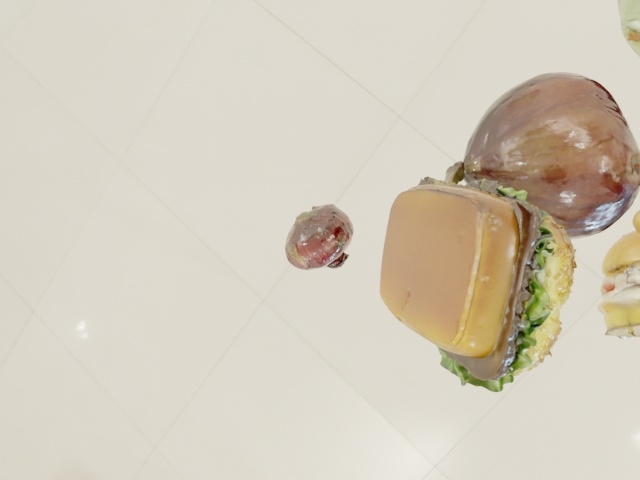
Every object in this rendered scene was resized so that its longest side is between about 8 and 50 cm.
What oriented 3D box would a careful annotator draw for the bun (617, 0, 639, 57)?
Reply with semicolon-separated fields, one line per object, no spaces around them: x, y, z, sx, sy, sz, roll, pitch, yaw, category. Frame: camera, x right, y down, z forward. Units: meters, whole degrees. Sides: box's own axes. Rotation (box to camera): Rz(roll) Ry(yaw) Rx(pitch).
0.578;-0.377;1.070;0.187;0.293;0.293;-21;86;5;bun

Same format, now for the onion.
0.000;0.000;0.936;0.107;0.107;0.097;-39;96;22;onion

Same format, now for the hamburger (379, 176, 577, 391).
0.105;0.025;0.459;0.087;0.166;0.137;8;100;-19;hamburger

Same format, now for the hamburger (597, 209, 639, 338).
0.668;0.067;1.259;0.276;0.276;0.237;-6;75;25;hamburger

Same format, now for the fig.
0.240;-0.093;0.791;0.249;0.186;0.203;-7;71;0;fig
